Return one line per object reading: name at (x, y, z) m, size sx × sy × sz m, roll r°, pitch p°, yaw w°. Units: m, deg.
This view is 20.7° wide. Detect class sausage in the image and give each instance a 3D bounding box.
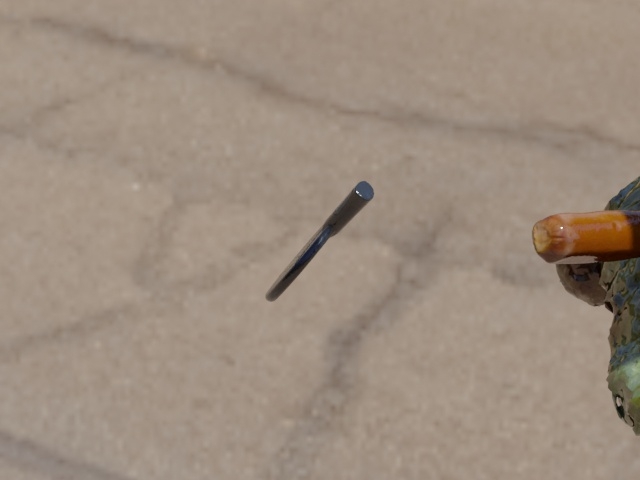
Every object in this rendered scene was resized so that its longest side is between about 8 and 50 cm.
sausage at (0.217, -0.003, 1.385) m, size 0.131 × 0.039 × 0.041 m, roll -4°, pitch -11°, yaw -41°

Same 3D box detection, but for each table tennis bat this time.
table tennis bat at (0.000, 0.000, 2.281) m, size 0.027 × 0.236 × 0.150 m, roll 40°, pitch 43°, yaw -2°

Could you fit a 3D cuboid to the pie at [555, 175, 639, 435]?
pie at (0.400, 0.013, 1.461) m, size 0.395 × 0.180 × 0.418 m, roll -42°, pitch 21°, yaw 9°
